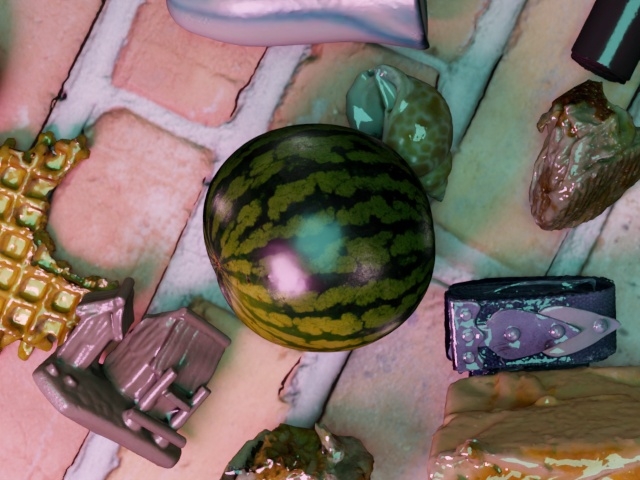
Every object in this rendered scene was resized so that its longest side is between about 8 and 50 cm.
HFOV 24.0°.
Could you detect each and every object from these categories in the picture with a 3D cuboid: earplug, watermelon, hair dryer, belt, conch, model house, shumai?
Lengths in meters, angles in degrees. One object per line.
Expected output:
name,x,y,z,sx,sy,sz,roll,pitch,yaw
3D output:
earplug,-0.034,-0.313,1.875,0.324,0.185,0.185,-5,92,7
watermelon,0.000,0.000,1.828,0.285,0.285,0.285,0,92,2
hair dryer,0.464,-0.264,1.901,0.251,0.089,0.197,28,93,-5
belt,0.265,0.114,1.900,0.218,0.122,0.128,-5,101,3
conch,0.111,-0.146,1.909,0.173,0.106,0.116,42,101,15
model house,-0.226,0.154,1.903,0.229,0.122,0.188,35,98,-24
shumai,0.311,-0.110,1.888,0.184,0.184,0.142,-38,67,3

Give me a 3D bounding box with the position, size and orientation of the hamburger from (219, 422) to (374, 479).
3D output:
hamburger,-0.047,0.342,1.899,0.168,0.192,0.288,28,114,8

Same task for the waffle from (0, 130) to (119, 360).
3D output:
waffle,-0.396,0.012,1.949,0.260,0.069,0.293,-17,90,2

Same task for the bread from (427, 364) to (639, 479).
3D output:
bread,0.320,0.351,1.805,0.390,0.279,0.371,-6,105,2
